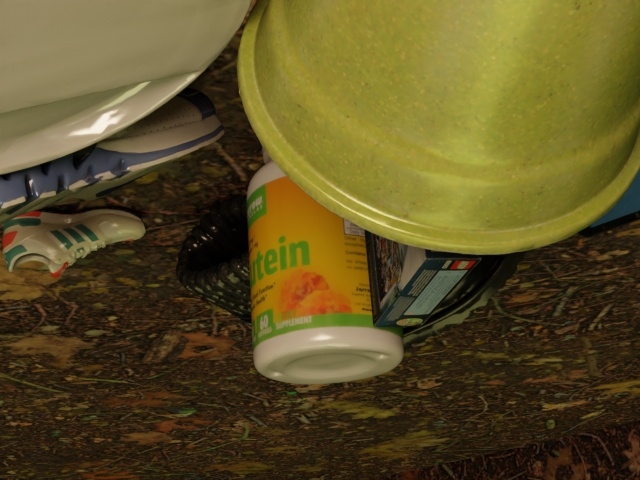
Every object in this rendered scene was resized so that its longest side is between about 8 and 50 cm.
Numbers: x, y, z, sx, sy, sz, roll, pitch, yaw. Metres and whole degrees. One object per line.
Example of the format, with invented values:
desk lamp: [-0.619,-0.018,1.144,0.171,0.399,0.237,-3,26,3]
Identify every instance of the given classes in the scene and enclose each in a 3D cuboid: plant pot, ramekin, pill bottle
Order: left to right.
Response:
ramekin: [-0.183,-0.156,0.614,0.272,0.127,0.273,-27,166,-7]
pill bottle: [0.000,0.000,0.975,0.136,0.246,0.136,-4,158,-1]
plant pot: [0.099,-0.175,0.588,0.276,0.276,0.254,-1,146,-9]

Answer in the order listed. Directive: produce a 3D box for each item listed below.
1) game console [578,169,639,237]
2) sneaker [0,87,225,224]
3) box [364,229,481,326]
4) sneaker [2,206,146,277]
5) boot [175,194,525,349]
game console: [0.289,-0.073,1.062,0.144,0.085,0.124,-24,151,39]
sneaker: [-0.219,-0.118,0.813,0.127,0.182,0.315,-20,-177,38]
box: [0.071,-0.064,0.845,0.044,0.233,0.159,0,158,-11]
sneaker: [-0.277,0.007,1.171,0.161,0.075,0.057,0,158,-10]
boot: [0.038,0.011,1.175,0.348,0.131,0.260,-35,125,16]
